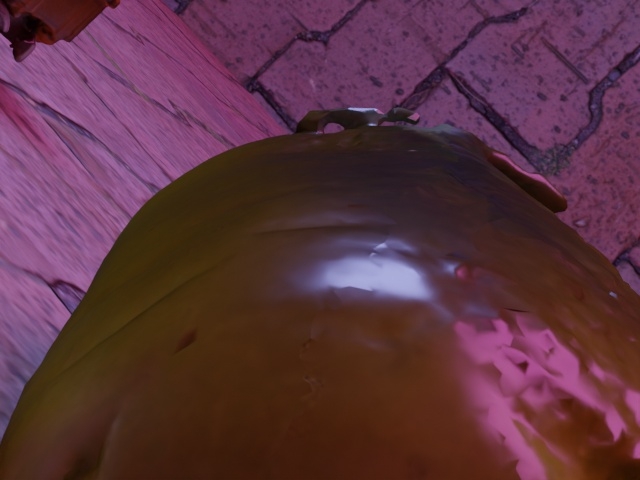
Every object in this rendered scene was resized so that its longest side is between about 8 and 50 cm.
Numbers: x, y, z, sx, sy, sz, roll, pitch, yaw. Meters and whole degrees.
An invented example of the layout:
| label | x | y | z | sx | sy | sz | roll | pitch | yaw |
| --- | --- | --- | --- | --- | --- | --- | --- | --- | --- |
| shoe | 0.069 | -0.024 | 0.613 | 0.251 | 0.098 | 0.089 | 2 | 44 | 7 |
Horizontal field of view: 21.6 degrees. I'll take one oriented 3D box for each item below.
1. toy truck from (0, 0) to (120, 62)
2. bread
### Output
| label | x | y | z | sx | sy | sz | roll | pitch | yaw |
| --- | --- | --- | --- | --- | --- | --- | --- | --- | --- |
| toy truck | -0.240 | -0.213 | 1.009 | 0.270 | 0.135 | 0.114 | 40 | 8 | -50 |
| bread | 0.027 | 0.077 | 0.607 | 0.251 | 0.208 | 0.376 | 41 | 9 | -7 |
